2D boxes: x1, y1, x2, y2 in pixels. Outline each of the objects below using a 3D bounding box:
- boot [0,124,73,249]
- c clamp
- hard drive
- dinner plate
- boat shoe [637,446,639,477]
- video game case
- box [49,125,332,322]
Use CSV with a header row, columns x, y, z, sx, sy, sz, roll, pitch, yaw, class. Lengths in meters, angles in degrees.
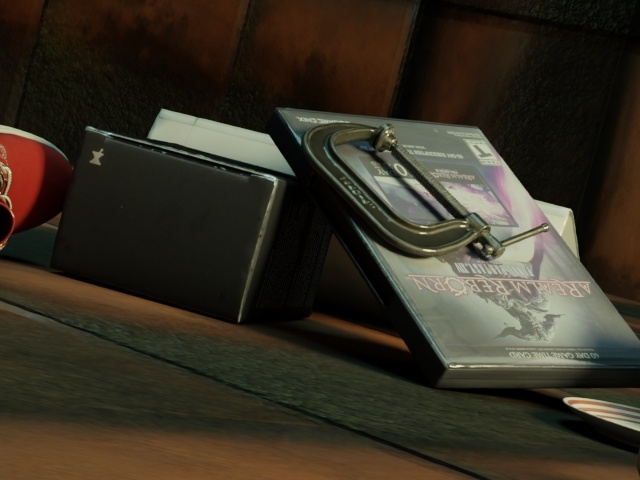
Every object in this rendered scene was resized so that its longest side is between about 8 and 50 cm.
x,y,z,sx,sy,sz,roll,pitch,yaw,class
-0.225,-0.024,1.317,0.176,0.088,0.244,17,12,39,boot
0.065,-0.036,1.399,0.160,0.022,0.137,43,39,20,c clamp
0.045,0.001,1.653,0.353,0.047,0.233,15,-24,19,hard drive
0.222,0.125,1.259,0.141,0.017,0.141,14,2,0,dinner plate
0.276,0.125,0.870,0.094,0.109,0.302,-8,8,-41,boat shoe
0.098,0.003,1.407,0.196,0.026,0.274,3,38,-36,video game case
-0.088,-0.011,1.469,0.153,0.108,0.207,16,3,15,box
